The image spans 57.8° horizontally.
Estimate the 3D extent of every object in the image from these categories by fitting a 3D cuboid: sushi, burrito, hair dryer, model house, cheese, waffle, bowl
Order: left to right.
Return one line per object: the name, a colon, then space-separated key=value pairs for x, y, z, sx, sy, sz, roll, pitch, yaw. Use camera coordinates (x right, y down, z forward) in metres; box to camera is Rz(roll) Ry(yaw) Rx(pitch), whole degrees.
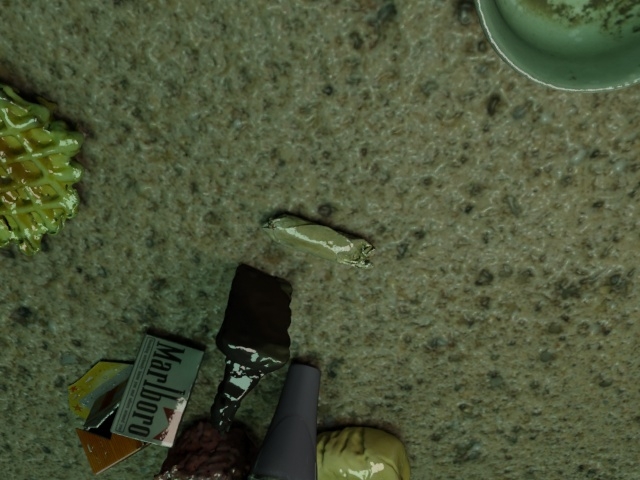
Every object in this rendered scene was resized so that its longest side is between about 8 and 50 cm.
waffle: x=-0.506 y=-0.119 z=0.849 sx=0.317 sy=0.073 sz=0.297 roll=23 pitch=127 yaw=-19
model house: x=-0.398 y=0.361 z=1.110 sx=0.219 sy=0.136 sz=0.207 roll=-34 pitch=116 yaw=22
sushi: x=-0.219 y=0.497 z=1.169 sx=0.236 sy=0.171 sz=0.270 roll=-12 pitch=119 yaw=11
hair dryer: x=-0.067 y=0.423 z=1.109 sx=0.121 sy=0.301 sz=0.361 roll=12 pitch=151 yaw=0
burrito: x=0.000 y=0.001 z=0.908 sx=0.188 sy=0.045 sz=0.058 roll=17 pitch=115 yaw=-5
cheese: x=0.072 y=0.472 z=1.169 sx=0.214 sy=0.117 sz=0.226 roll=-6 pitch=127 yaw=14
bowl: x=0.295 y=-0.322 z=0.624 sx=0.289 sy=0.146 sz=0.289 roll=1 pitch=125 yaw=2

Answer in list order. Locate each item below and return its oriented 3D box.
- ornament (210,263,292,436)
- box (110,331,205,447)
ornament: x=-0.132 y=0.203 z=0.936 sx=0.106 sy=0.251 sz=0.260 roll=18 pitch=114 yaw=-9
box: x=-0.288 y=0.265 z=1.035 sx=0.115 sy=0.178 sz=0.036 roll=19 pitch=165 yaw=-11
